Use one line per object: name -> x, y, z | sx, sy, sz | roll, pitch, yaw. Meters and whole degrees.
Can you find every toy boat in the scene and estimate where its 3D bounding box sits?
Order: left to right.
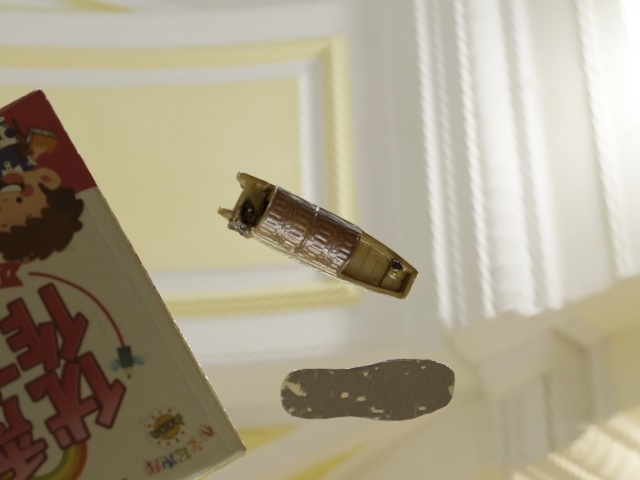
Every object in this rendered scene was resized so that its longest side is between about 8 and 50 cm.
toy boat -> 0.000, 0.000, 1.679 | 0.226, 0.088, 0.068 | 27, -97, -10

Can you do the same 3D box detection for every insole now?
insole -> 0.063, 0.191, 1.997 | 0.247, 0.011, 0.081 | 1, -86, -25

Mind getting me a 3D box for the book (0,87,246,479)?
book -> -0.164, 0.051, 0.816 | 0.232, 0.162, 0.022 | 59, 170, 15
